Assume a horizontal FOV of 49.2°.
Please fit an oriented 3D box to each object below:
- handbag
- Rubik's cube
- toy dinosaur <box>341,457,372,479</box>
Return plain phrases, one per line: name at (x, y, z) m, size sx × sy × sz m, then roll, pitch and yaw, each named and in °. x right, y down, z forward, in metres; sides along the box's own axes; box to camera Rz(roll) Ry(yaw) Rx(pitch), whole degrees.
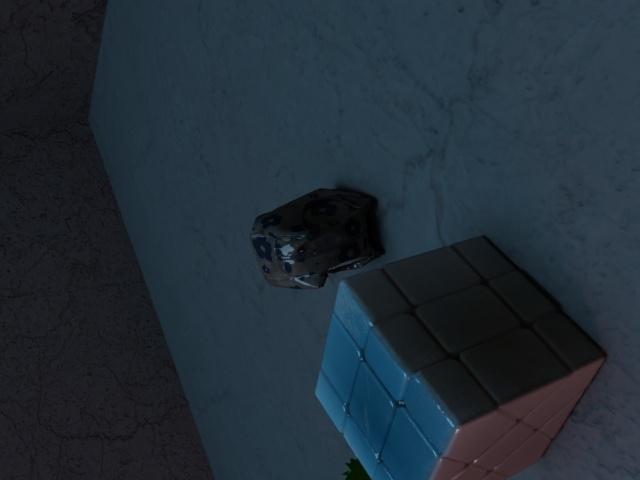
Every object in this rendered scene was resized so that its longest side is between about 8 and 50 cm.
handbag at (0.000, 0.000, 1.551) m, size 0.193 × 0.251 × 0.190 m, roll 5°, pitch 116°, yaw 51°
Rubik's cube at (0.213, 0.231, 1.191) m, size 0.316 × 0.319 × 0.322 m, roll 53°, pitch 146°, yaw 36°
toy dinosaur at (0.107, 0.643, 1.823) m, size 0.177 × 0.152 × 0.194 m, roll 90°, pitch 156°, yaw -45°
